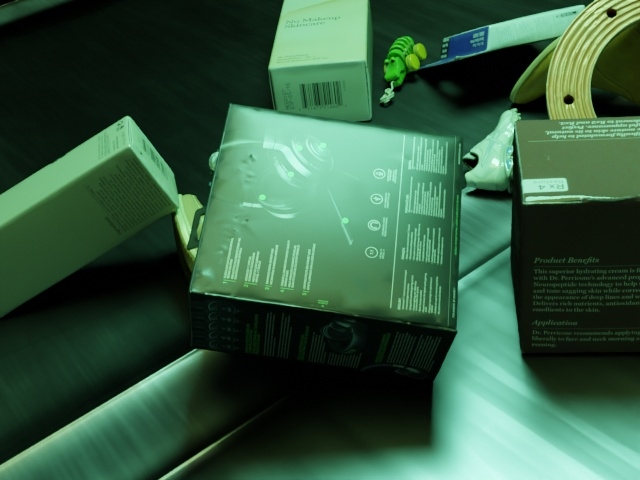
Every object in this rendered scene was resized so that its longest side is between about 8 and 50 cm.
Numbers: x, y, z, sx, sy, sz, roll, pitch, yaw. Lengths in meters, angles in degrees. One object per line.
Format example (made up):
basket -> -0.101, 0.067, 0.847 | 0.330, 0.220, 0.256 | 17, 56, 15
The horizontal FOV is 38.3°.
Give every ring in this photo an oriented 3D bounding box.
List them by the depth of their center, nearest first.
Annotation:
ring -> 0.472, -0.198, 1.226 | 0.336, 0.032, 0.336 | -3, 74, 11

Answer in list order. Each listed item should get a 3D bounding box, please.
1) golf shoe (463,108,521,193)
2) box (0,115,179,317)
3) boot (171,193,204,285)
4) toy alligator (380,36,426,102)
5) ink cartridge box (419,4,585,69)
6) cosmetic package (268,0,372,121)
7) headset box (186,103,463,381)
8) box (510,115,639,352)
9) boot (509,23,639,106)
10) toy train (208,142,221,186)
golf shoe -> 0.243, -0.131, 1.299 | 0.086, 0.069, 0.176 | -3, 34, 17
box -> -0.319, -0.029, 1.140 | 0.275, 0.113, 0.094 | -29, 34, 5
boot -> -0.066, 0.006, 1.134 | 0.203, 0.095, 0.262 | -19, 38, -15
toy alligator -> 0.129, -0.299, 1.550 | 0.056, 0.051, 0.189 | -15, 28, 37
ink cartridge box -> 0.285, -0.331, 1.509 | 0.224, 0.045, 0.223 | -15, 9, -11
cosmetic package -> 0.008, -0.317, 1.564 | 0.160, 0.113, 0.309 | -4, 36, 5
headset box -> 0.000, 0.000, 0.988 | 0.283, 0.131, 0.246 | 7, 57, -2
box -> 0.294, -0.006, 0.990 | 0.168, 0.203, 0.167 | -1, 35, 9
boot -> 0.443, -0.239, 1.360 | 0.211, 0.295, 0.104 | 50, 35, 7
toy train -> -0.064, -0.080, 1.204 | 0.105, 0.080, 0.184 | 13, -3, 34
